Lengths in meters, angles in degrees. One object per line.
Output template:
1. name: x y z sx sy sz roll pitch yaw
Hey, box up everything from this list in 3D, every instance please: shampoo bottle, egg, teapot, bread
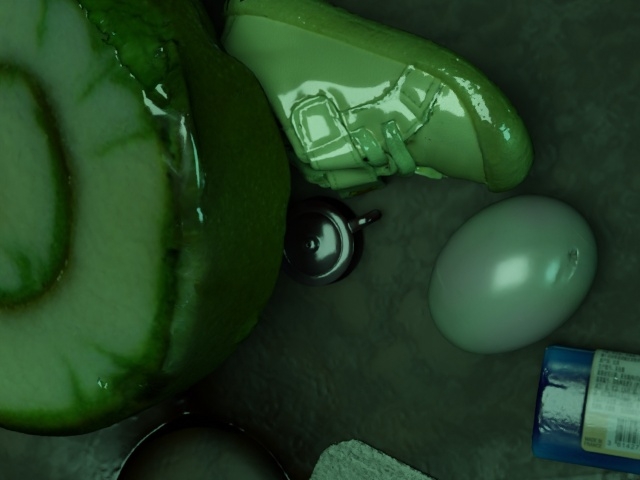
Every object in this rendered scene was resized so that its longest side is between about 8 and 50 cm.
1. shampoo bottle: 0.248 0.129 1.428 0.183 0.050 0.087 8 93 14
2. egg: 0.137 0.025 1.422 0.135 0.103 0.103 -39 84 15
3. teapot: 0.000 0.000 1.486 0.100 0.045 0.068 -25 89 16
4. bread: -0.202 -0.046 1.442 0.381 0.129 0.366 2 106 35

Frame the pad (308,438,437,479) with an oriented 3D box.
1. pad: 0.049 0.343 1.492 0.250 0.055 0.323 26 82 11

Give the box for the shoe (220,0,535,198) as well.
1. shoe: 0.030 -0.094 1.433 0.262 0.140 0.128 30 91 16
